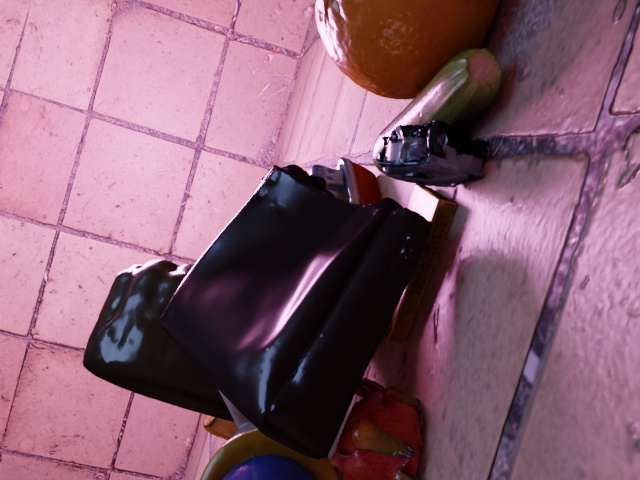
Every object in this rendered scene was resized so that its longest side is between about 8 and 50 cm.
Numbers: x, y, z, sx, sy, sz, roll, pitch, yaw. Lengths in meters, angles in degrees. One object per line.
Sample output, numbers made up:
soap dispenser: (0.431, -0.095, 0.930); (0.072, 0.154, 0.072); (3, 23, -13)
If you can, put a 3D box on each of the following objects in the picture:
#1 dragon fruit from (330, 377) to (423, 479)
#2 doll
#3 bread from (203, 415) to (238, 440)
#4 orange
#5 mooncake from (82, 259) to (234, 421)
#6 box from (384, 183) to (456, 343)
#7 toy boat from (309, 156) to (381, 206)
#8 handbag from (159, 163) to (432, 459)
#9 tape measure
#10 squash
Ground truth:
dragon fruit: (0.045, 0.187, 0.571); (0.126, 0.068, 0.112); (-85, 14, -48)
doll: (-0.051, 0.258, 0.693); (0.242, 0.159, 0.311); (45, -152, -74)
bread: (-0.177, 0.361, 1.331); (0.190, 0.114, 0.132); (-35, 30, 60)
orange: (0.091, -0.265, 0.665); (0.219, 0.193, 0.219); (-42, 36, 40)
mooncake: (-0.193, 0.175, 1.029); (0.356, 0.356, 0.194); (131, 156, -66)
box: (0.095, 0.022, 0.658); (0.089, 0.022, 0.156); (-115, 41, -75)
toy boat: (0.007, 0.011, 0.828); (0.332, 0.133, 0.145); (-90, 20, -53)
handbag: (-0.031, 0.050, 0.646); (0.285, 0.113, 0.257); (25, 84, 54)
tape measure: (0.106, -0.080, 0.587); (0.094, 0.091, 0.054); (-3, 78, 60)
squash: (0.114, -0.124, 0.649); (0.229, 0.066, 0.066); (137, 147, -68)
